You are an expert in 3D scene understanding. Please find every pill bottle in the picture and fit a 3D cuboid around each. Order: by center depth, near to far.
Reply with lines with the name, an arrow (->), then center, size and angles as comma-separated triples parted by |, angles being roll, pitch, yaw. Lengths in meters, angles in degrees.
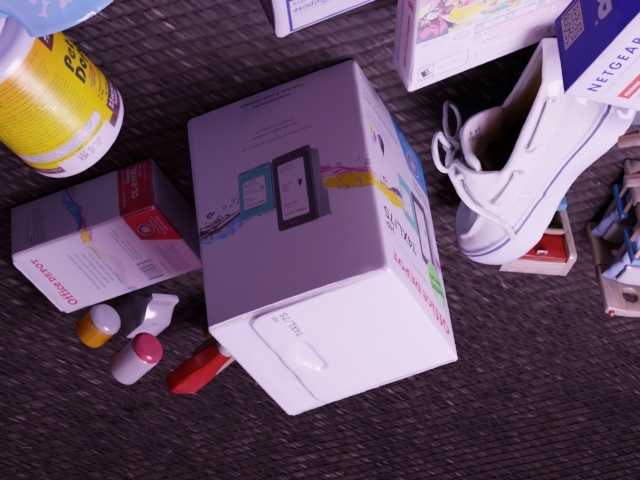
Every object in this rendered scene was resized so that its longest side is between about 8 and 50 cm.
pill bottle -> -0.289, -0.159, 1.800 | 0.117, 0.117, 0.215 | -22, 142, 18

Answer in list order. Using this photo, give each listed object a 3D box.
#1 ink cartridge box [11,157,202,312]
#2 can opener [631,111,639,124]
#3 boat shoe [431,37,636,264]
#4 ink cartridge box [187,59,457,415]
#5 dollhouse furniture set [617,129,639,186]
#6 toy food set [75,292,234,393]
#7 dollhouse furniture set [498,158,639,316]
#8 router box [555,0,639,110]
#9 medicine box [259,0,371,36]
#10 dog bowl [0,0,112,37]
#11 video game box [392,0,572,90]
ink cartridge box -> -0.233, -0.004, 2.058 | 0.175, 0.072, 0.127 | -18, 143, 14
can opener -> 0.414, -0.141, 1.994 | 0.283, 0.076, 0.095 | -1, 143, -7
boat shoe -> 0.183, -0.093, 1.948 | 0.156, 0.136, 0.367 | 11, 152, -16
ink cartridge box -> 0.000, 0.000, 1.941 | 0.197, 0.270, 0.198 | -19, 143, 15
dollhouse furniture set -> 0.394, -0.182, 1.774 | 0.242, 0.212, 0.161 | -19, -171, -42
toy food set -> -0.154, 0.101, 2.151 | 0.232, 0.111, 0.104 | 8, 142, -45
dollhouse furniture set -> 0.305, -0.004, 2.112 | 0.183, 0.129, 0.129 | 4, 142, -16
router box -> 0.406, -0.212, 1.554 | 0.301, 0.082, 0.335 | 10, 148, -21
medicine box -> 0.049, -0.326, 1.402 | 0.263, 0.149, 0.289 | -22, 152, -7
dog bowl -> -0.314, -0.241, 1.658 | 0.297, 0.166, 0.074 | -13, 132, 7
video game box -> 0.169, -0.239, 1.772 | 0.205, 0.048, 0.187 | -22, 156, -13
